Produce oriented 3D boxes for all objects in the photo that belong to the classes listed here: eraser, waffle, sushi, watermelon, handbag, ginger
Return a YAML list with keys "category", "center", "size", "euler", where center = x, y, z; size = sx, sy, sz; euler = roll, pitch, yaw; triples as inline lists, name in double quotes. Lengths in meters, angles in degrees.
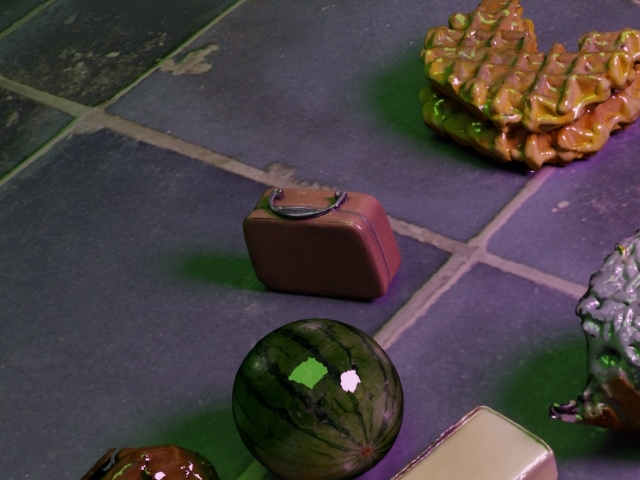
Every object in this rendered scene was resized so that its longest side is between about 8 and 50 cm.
- category: "eraser"
  center: [0.156, 0.264, 1.426]
  size: [0.172, 0.058, 0.117]
  euler: [-37, 42, -22]
- category: "waffle"
  center: [0.298, -0.230, 1.893]
  size: [0.261, 0.151, 0.324]
  euler: [-42, 41, -20]
- category: "sushi"
  center: [0.372, 0.105, 1.421]
  size: [0.139, 0.184, 0.274]
  euler: [6, 55, 48]
- category: "watermelon"
  center: [-0.010, 0.174, 1.496]
  size: [0.188, 0.188, 0.214]
  euler: [-33, 47, -18]
- category: "handbag"
  center: [0.000, 0.000, 1.728]
  size: [0.193, 0.151, 0.072]
  euler: [8, 43, 27]
- category: "ginger"
  center: [-0.247, 0.330, 1.471]
  size: [0.133, 0.107, 0.309]
  euler: [37, 59, 19]
